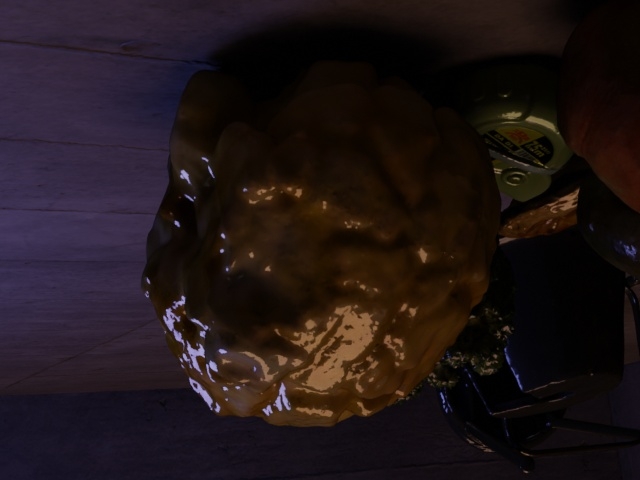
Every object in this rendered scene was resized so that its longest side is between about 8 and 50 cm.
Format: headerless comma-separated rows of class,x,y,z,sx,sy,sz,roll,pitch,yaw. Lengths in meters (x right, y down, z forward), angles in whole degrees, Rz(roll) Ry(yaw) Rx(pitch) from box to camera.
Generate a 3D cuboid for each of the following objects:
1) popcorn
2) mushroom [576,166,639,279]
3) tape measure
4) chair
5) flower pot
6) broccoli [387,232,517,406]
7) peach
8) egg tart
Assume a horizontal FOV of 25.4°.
popcorn,0.010,0.012,1.403,0.354,0.344,0.390,-11,150,28
mushroom,0.392,0.016,1.472,0.212,0.217,0.292,-23,-160,-14
tape measure,0.199,-0.122,1.484,0.177,0.087,0.154,24,147,-32
chair,0.429,0.247,2.717,0.362,0.364,0.410,-3,171,-20
flower pot,0.356,0.133,2.274,0.379,0.251,0.379,-12,159,-5
broccoli,0.094,0.072,1.730,0.304,0.321,0.283,-33,140,8
peach,0.331,-0.144,1.288,0.235,0.214,0.214,-48,158,7
egg tart,0.313,-0.074,1.701,0.241,0.106,0.241,-20,172,-3
